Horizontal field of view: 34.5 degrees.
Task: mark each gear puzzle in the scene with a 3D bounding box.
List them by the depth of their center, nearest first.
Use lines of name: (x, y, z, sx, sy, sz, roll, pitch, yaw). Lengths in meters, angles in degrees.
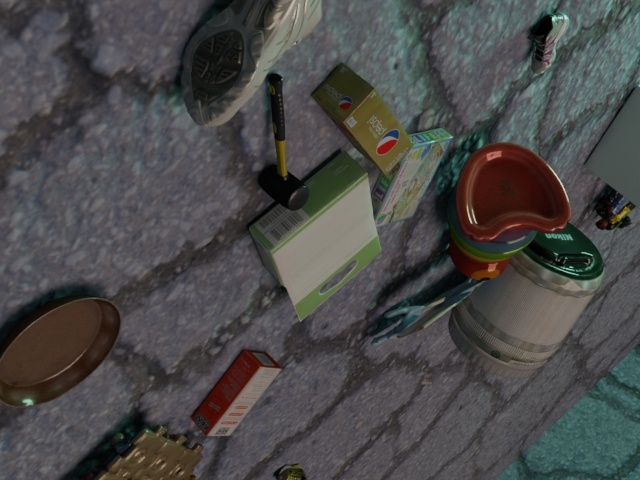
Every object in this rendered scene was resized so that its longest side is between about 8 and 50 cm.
gear puzzle: (-0.265, 0.359, 1.575, 0.175, 0.044, 0.339, -46, 156, -5)

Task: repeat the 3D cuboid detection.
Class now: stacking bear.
stacking bear: (0.282, -0.026, 1.709, 0.175, 0.164, 0.289, -8, 157, -6)

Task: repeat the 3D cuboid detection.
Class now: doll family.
doll family: (0.652, -0.069, 2.281, 0.111, 0.076, 0.193, -48, 149, 12)

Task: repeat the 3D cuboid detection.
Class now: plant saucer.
plant saucer: (-0.308, 0.123, 1.194, 0.168, 0.029, 0.168, -35, 151, -23)

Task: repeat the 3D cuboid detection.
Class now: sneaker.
sneaker: (-0.052, -0.210, 1.047, 0.232, 0.090, 0.115, -55, 156, 19)
sneaker: (0.326, -0.294, 1.537, 0.069, 0.038, 0.098, -11, 127, -47)
sneaker: (-0.054, 0.459, 2.013, 0.083, 0.035, 0.031, 2, 126, -56)

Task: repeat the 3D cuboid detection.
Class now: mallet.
mallet: (-0.042, -0.111, 1.221, 0.039, 0.062, 0.190, -33, 150, -26)

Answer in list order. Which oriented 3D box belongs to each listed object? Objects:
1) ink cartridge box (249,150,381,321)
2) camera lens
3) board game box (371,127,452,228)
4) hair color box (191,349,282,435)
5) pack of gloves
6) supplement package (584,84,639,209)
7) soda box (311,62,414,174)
ink cartridge box: (0.000, 0.000, 1.444, 0.171, 0.056, 0.235, -40, 156, -12)
camera lens: (0.387, 0.097, 1.951, 0.219, 0.219, 0.274, -16, 140, -46)
board game box: (0.127, -0.091, 1.532, 0.103, 0.026, 0.154, -17, 141, -45)
hair color box: (-0.129, 0.236, 1.592, 0.141, 0.043, 0.072, -53, 153, 10)
pack of gloves: (0.195, 0.108, 1.843, 0.232, 0.046, 0.195, -31, 178, -34)
supplement package: (0.708, -0.180, 2.062, 0.262, 0.198, 0.199, -12, 138, -49)
soda box: (0.057, -0.151, 1.310, 0.058, 0.061, 0.181, -47, 153, 1)
